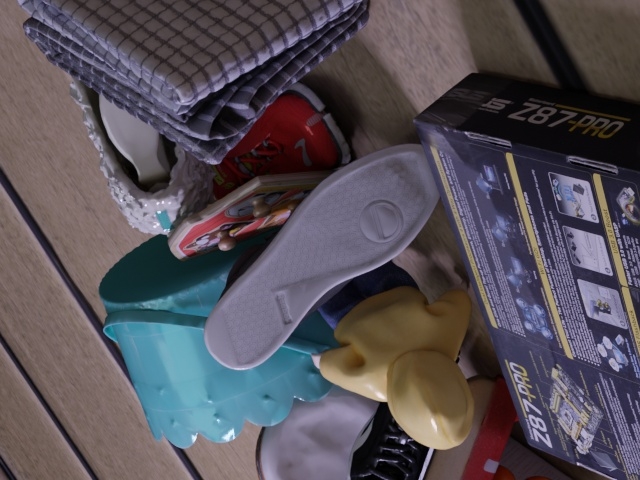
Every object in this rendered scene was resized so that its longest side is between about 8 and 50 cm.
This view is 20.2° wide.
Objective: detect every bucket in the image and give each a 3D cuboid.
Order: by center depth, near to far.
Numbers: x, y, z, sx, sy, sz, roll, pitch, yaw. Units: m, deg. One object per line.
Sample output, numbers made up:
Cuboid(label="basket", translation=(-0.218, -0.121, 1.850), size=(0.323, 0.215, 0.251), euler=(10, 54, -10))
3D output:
Cuboid(label="bucket", translation=(-0.108, 0.087, 2.037), size=(0.281, 0.281, 0.183), euler=(5, 124, 56))

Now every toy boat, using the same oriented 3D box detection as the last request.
Cuboid(label="toy boat", translation=(0.183, 0.262, 1.873), size=(0.151, 0.231, 0.151), euler=(20, -177, 4))

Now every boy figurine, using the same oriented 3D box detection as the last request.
Cuboid(label="boy figurine", translation=(0.083, 0.100, 1.832), size=(0.285, 0.177, 0.092), euler=(53, 171, 51))

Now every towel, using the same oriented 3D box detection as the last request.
Cuboid(label="towel", translation=(-0.118, -0.217, 1.697), size=(0.284, 0.235, 0.121), euler=(35, 152, 33))

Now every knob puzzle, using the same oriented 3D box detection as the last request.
Cuboid(label="knob puzzle", translation=(-0.074, -0.016, 1.869), size=(0.030, 0.213, 0.213), euler=(67, 156, 11))

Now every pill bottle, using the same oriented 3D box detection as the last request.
Cuboid(label="pill bottle", translation=(0.003, 0.256, 2.123), size=(0.162, 0.162, 0.278), euler=(50, 171, 3))

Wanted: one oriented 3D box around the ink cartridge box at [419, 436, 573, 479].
Cuboid(label="ink cartridge box", translation=(0.235, 0.315, 1.993), size=(0.371, 0.069, 0.175), euler=(36, 149, 33))

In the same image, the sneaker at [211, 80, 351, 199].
Cuboid(label="sneaker", translation=(-0.067, -0.088, 1.903), size=(0.107, 0.118, 0.279), euler=(57, 153, -12))

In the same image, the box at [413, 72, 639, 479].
Cuboid(label="box", translation=(0.268, 0.059, 1.585), size=(0.318, 0.097, 0.395), euler=(16, 137, 47))

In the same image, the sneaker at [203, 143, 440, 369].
Cuboid(label="sneaker", translation=(-0.001, 0.000, 1.809), size=(0.104, 0.296, 0.147), euler=(46, -173, -10))

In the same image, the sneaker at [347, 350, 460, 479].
Cuboid(label="sneaker", translation=(0.085, 0.198, 1.901), size=(0.079, 0.217, 0.121), euler=(20, 169, 1))

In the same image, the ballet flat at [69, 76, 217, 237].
Cuboid(label="ballet flat", translation=(-0.205, -0.204, 1.849), size=(0.147, 0.147, 0.409), euler=(-34, 75, 64))
